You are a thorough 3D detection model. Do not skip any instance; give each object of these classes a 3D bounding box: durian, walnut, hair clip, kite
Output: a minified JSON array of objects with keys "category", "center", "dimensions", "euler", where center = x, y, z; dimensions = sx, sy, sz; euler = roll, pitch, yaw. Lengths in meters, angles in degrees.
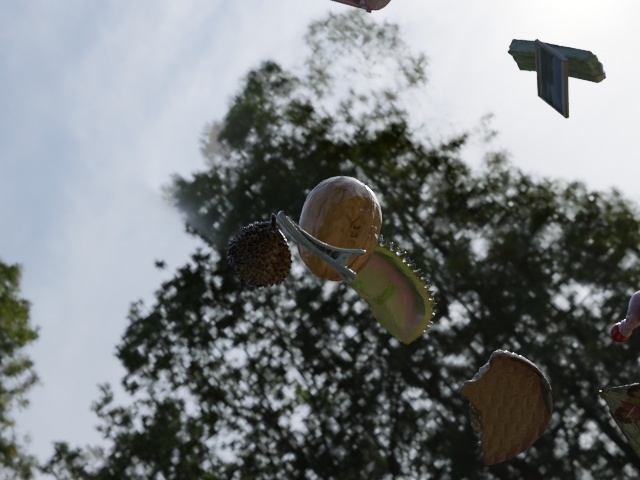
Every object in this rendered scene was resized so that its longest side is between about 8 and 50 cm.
[{"category":"durian","center":[-0.133,0.023,1.918],"dimensions":[0.091,0.148,0.188],"euler":[-12,-42,-48]},{"category":"durian","center":[0.151,0.099,2.285],"dimensions":[0.352,0.158,0.169],"euler":[45,-99,-13]},{"category":"walnut","center":[0.035,-0.021,1.799],"dimensions":[0.159,0.159,0.206],"euler":[43,-119,-57]},{"category":"hair clip","center":[0.000,0.000,1.085],"dimensions":[0.039,0.115,0.030],"euler":[-55,2,-23]},{"category":"kite","center":[0.690,0.355,1.905],"dimensions":[0.013,0.268,0.323],"euler":[-55,-20,-50]}]

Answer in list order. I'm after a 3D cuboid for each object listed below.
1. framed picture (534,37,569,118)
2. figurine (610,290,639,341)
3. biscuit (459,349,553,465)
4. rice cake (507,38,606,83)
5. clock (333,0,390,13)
[{"category":"framed picture","center":[0.489,-0.341,1.991],"dimensions":[0.011,0.109,0.149],"euler":[-25,-47,-11]},{"category":"figurine","center":[0.747,0.135,1.975],"dimensions":[0.176,0.186,0.287],"euler":[21,-36,-22]},{"category":"biscuit","center":[0.297,0.281,1.563],"dimensions":[0.176,0.031,0.228],"euler":[18,-59,-11]},{"category":"rice cake","center":[0.521,-0.394,2.074],"dimensions":[0.124,0.211,0.038],"euler":[30,-98,-58]},{"category":"clock","center":[0.027,-0.591,1.679],"dimensions":[0.295,0.113,0.322],"euler":[5,-75,-37]}]
